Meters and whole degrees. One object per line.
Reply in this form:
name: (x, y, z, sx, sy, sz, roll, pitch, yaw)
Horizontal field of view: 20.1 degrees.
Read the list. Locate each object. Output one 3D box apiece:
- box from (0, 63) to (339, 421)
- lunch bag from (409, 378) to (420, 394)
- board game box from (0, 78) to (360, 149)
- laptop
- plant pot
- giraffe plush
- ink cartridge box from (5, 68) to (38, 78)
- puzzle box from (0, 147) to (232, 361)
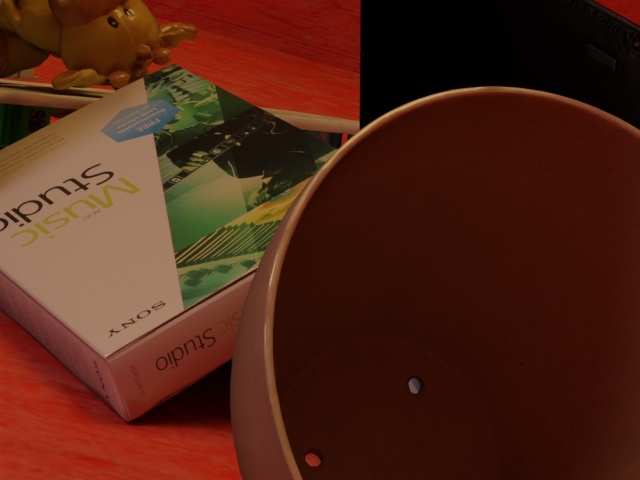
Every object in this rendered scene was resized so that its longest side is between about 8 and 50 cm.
box: (-0.115, -0.014, 1.244, 0.232, 0.058, 0.322, -31, 35, -21)
lunch bag: (0.046, 0.081, 1.197, 0.151, 0.096, 0.129, 30, 12, -10)
board game box: (-0.205, -0.111, 1.642, 0.390, 0.050, 0.390, 3, 6, -32)
laptop: (0.206, -0.020, 1.233, 0.236, 0.408, 0.382, -12, 28, -20)
plant pot: (0.070, 0.089, 0.910, 0.284, 0.284, 0.191, 12, -23, -20)
giraffe plush: (-0.210, -0.189, 1.528, 0.170, 0.181, 0.210, 27, -15, 48)
ink cartridge box: (-0.331, -0.185, 1.696, 0.104, 0.060, 0.180, 5, 5, 4)
puzzle box: (-0.109, 0.008, 1.463, 0.409, 0.052, 0.272, 24, 14, 32)
